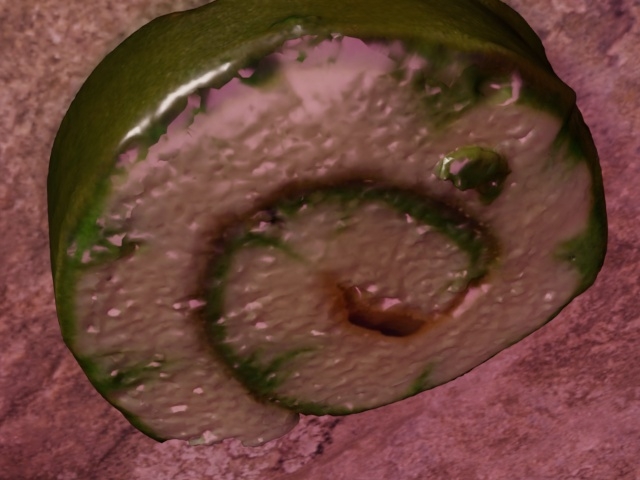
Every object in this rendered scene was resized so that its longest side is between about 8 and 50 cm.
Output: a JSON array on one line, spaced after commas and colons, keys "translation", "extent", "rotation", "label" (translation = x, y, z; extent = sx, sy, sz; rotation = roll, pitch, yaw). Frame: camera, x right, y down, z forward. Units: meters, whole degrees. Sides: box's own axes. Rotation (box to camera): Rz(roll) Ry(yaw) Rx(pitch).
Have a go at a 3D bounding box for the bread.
[{"translation": [0.000, 0.000, 0.771], "extent": [0.366, 0.129, 0.382], "rotation": [18, 123, -30], "label": "bread"}]
